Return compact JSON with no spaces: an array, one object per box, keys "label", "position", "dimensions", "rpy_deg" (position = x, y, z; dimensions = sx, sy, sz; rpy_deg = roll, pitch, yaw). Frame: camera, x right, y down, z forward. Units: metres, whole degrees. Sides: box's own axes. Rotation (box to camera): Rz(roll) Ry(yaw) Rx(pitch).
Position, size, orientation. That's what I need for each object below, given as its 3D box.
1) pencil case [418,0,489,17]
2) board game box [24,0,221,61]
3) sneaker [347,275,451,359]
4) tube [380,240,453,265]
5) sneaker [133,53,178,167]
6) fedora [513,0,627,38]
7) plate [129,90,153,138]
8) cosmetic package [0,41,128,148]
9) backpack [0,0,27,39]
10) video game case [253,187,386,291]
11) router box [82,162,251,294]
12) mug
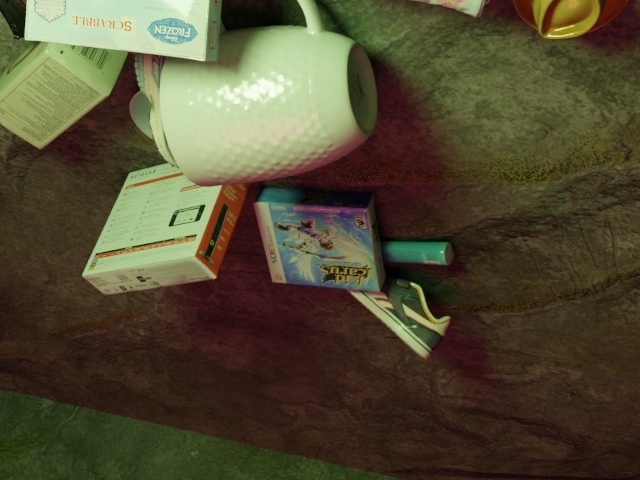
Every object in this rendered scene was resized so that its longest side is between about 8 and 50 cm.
[{"label":"pencil case","position":[0.141,-0.431,1.562],"dimensions":[0.273,0.114,0.124],"rpy_deg":[13,157,6]},{"label":"board game box","position":[-0.308,-0.462,1.582],"dimensions":[0.318,0.066,0.318],"rpy_deg":[10,102,12]},{"label":"sneaker","position":[0.169,0.135,2.376],"dimensions":[0.321,0.127,0.126],"rpy_deg":[40,179,6]},{"label":"tube","position":[0.199,0.028,2.265],"dimensions":[0.207,0.052,0.080],"rpy_deg":[2,139,30]},{"label":"sneaker","position":[-0.277,-0.265,1.962],"dimensions":[0.122,0.110,0.283],"rpy_deg":[-5,128,11]},{"label":"fedora","position":[0.391,-0.375,1.562],"dimensions":[0.194,0.079,0.194],"rpy_deg":[12,147,8]},{"label":"plate","position":[-0.310,-0.261,2.090],"dimensions":[0.188,0.024,0.188],"rpy_deg":[11,147,7]},{"label":"cosmetic package","position":[-0.538,-0.322,2.008],"dimensions":[0.153,0.129,0.296],"rpy_deg":[36,142,-28]},{"label":"backpack","position":[-0.556,-0.450,1.868],"dimensions":[0.105,0.084,0.114],"rpy_deg":[-1,140,30]},{"label":"video game case","position":[0.000,0.000,2.249],"dimensions":[0.269,0.061,0.244],"rpy_deg":[4,132,19]},{"label":"router box","position":[-0.328,-0.041,2.166],"dimensions":[0.335,0.301,0.082],"rpy_deg":[-9,138,35]},{"label":"mug","position":[-0.088,-0.292,1.764],"dimensions":[0.328,0.276,0.374],"rpy_deg":[-5,111,21]}]
